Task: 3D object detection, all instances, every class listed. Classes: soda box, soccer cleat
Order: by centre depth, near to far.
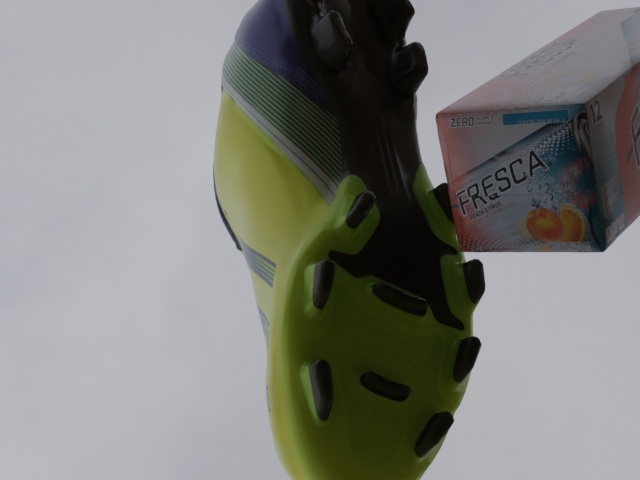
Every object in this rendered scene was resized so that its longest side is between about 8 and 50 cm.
[{"bbox_3d":[0.116,-0.052,0.591,0.183,0.063,0.058,-35,-61,-53],"label":"soda box"},{"bbox_3d":[0.001,0.000,0.649,0.093,0.121,0.289,18,-132,-27],"label":"soccer cleat"}]
